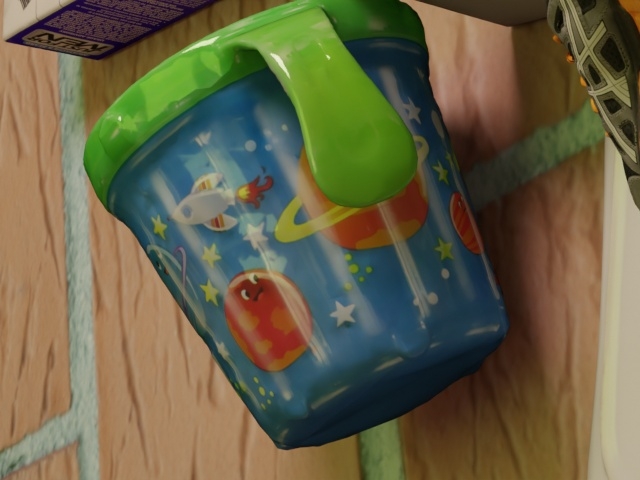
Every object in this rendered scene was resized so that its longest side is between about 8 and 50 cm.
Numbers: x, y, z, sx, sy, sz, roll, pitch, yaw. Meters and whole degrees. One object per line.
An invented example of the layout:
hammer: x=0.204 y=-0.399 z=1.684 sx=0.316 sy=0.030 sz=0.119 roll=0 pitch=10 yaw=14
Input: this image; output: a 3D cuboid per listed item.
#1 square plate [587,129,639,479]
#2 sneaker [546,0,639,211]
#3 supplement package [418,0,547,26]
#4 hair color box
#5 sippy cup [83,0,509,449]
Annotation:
square plate: x=0.253 y=0.016 z=0.949 sx=0.347 sy=0.049 sz=0.344 roll=-9 pitch=74 yaw=54
sneaker: x=0.159 y=-0.100 z=0.934 sx=0.083 sy=0.084 sz=0.215 roll=16 pitch=132 yaw=45
supplement package: x=0.143 y=-0.245 z=1.064 sx=0.293 sy=0.175 sz=0.177 roll=-8 pitch=76 yaw=54
hair color box: x=-0.142 y=-0.285 z=1.548 sx=0.339 sy=0.110 sz=0.185 roll=-15 pitch=70 yaw=51
sippy cup: x=0.000 y=0.000 z=1.161 sx=0.240 sy=0.305 sz=0.224 roll=-31 pitch=74 yaw=20
